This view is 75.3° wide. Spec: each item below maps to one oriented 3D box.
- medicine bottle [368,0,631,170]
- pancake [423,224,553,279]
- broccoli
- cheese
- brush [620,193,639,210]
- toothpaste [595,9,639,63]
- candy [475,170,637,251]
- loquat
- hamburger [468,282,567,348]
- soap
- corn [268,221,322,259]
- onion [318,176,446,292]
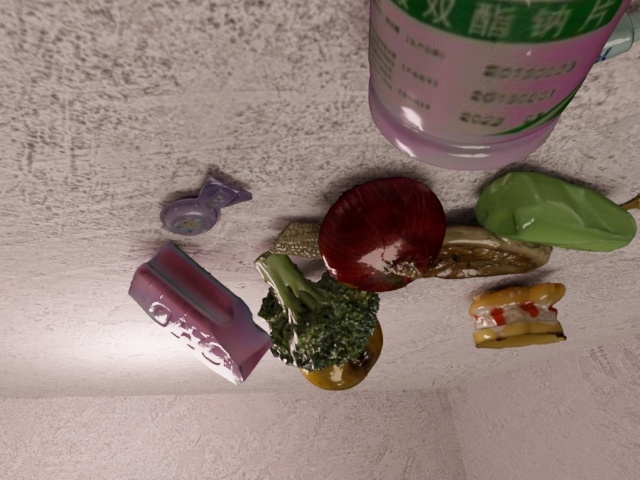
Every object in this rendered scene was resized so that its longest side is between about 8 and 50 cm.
[{"bbox_3d":[0.147,-0.232,0.336,0.212,0.212,0.325,-7,152,0],"label":"medicine bottle"},{"bbox_3d":[0.363,0.044,1.005,0.356,0.065,0.356,2,164,1],"label":"pancake"},{"bbox_3d":[-0.012,0.137,0.988,0.249,0.301,0.375,-16,-174,-28],"label":"broccoli"},{"bbox_3d":[-0.219,-0.055,0.751,0.191,0.042,0.105,-30,145,32],"label":"cheese"},{"bbox_3d":[0.681,-0.069,0.956,0.218,0.010,0.082,-22,149,28],"label":"brush"},{"bbox_3d":[0.270,-0.226,0.549,0.297,0.048,0.075,-16,153,24],"label":"toothpaste"},{"bbox_3d":[0.472,-0.044,0.831,0.344,0.132,0.142,8,135,-26],"label":"candy"},{"bbox_3d":[0.040,0.284,1.211,0.275,0.274,0.275,-5,151,-3],"label":"loquat"},{"bbox_3d":[0.623,0.234,1.313,0.261,0.186,0.302,4,159,-16],"label":"hamburger"},{"bbox_3d":[-0.260,0.172,0.922,0.324,0.109,0.193,40,140,-5],"label":"soap"},{"bbox_3d":[0.000,0.000,0.869,0.211,0.087,0.087,11,147,-17],"label":"corn"},{"bbox_3d":[0.121,-0.005,0.770,0.248,0.248,0.161,-1,-168,-11],"label":"onion"}]
